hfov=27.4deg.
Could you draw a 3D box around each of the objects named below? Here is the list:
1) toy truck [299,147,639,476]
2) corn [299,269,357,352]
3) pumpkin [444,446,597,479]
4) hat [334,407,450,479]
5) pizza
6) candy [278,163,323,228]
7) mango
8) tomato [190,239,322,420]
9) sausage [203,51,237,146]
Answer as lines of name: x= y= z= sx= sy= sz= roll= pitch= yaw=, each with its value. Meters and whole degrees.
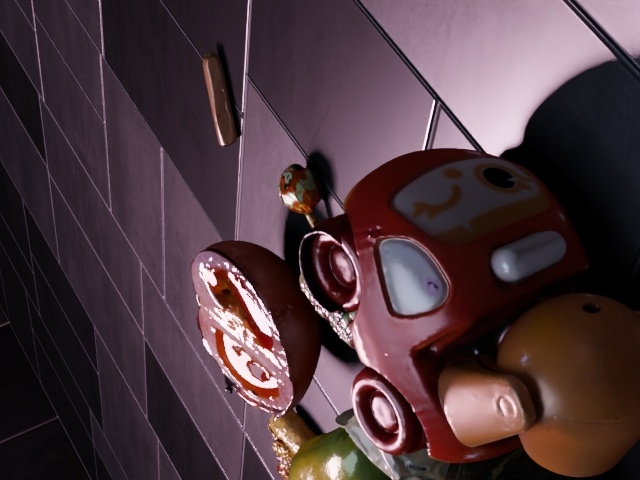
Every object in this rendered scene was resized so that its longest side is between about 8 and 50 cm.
toy truck: x=0.135 y=0.049 z=0.982 sx=0.239 sy=0.189 sz=0.265 roll=-18 pitch=92 yaw=58
corn: x=0.072 y=0.090 z=1.293 sx=0.253 sy=0.086 sz=0.086 roll=46 pitch=150 yaw=39
pumpkin: x=0.177 y=0.241 z=1.135 sx=0.167 sy=0.125 sz=0.167 roll=14 pitch=107 yaw=55
hat: x=0.087 y=0.210 z=1.413 sx=0.122 sy=0.081 sz=0.166 roll=30 pitch=179 yaw=-11
pizza: x=-0.005 y=0.339 z=1.749 sx=0.246 sy=0.058 sz=0.127 roll=70 pitch=159 yaw=0
candy: x=0.000 y=0.000 z=1.446 sx=0.055 sy=0.049 sz=0.185 roll=-85 pitch=-25 yaw=-69
mango: x=0.030 y=0.296 z=1.581 sx=0.137 sy=0.091 sz=0.237 roll=62 pitch=157 yaw=5
tomato: x=-0.058 y=0.097 z=1.566 sx=0.199 sy=0.112 sz=0.228 roll=41 pitch=146 yaw=35
sausage: x=-0.121 y=-0.170 z=1.569 sx=0.026 sy=0.026 sz=0.116 roll=35 pitch=141 yaw=54
